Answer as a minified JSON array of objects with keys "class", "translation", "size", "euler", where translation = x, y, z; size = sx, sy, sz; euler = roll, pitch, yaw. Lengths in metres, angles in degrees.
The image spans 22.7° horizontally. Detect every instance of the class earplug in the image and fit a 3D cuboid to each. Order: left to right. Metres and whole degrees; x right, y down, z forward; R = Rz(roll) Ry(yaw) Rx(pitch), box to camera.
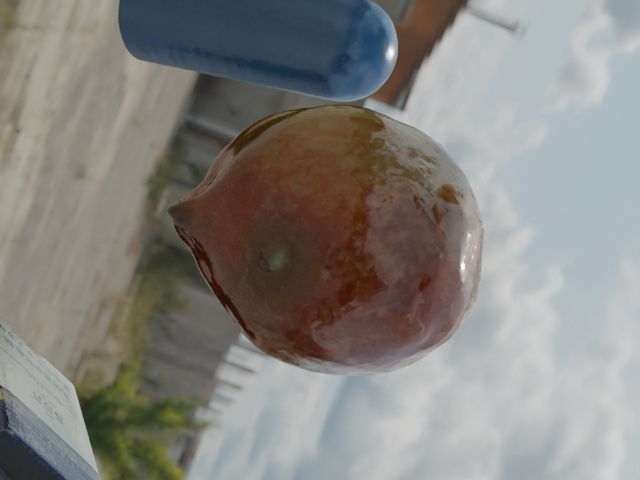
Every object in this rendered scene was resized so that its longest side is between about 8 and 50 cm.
[{"class":"earplug","translation":[-0.051,-0.210,1.571],"size":[0.132,0.273,0.132],"euler":[-46,145,-45]}]

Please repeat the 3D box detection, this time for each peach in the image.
[{"class":"peach","translation":[0.000,0.000,1.299],"size":[0.232,0.257,0.232],"euler":[180,-90,-67]}]

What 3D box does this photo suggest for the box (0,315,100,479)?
[{"class":"box","translation":[-0.297,0.183,1.577],"size":[0.071,0.168,0.259],"euler":[-37,-150,4]}]
